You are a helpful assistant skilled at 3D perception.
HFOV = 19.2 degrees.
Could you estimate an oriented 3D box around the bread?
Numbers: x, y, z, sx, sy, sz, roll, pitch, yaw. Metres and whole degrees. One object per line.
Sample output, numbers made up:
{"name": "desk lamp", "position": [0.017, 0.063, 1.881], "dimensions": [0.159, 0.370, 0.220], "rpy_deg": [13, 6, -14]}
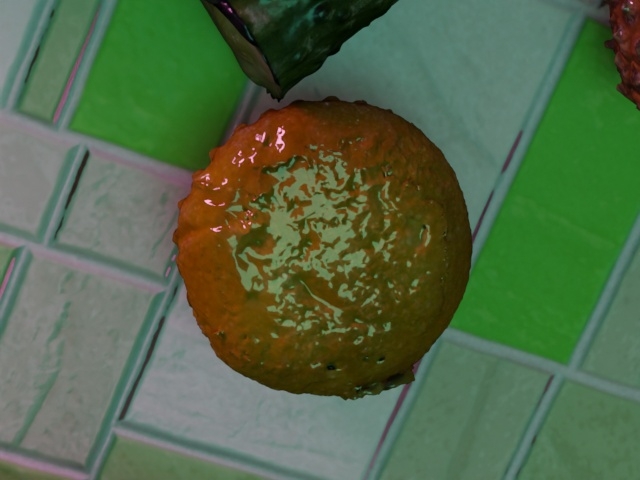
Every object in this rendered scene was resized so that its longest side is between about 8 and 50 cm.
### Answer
{"name": "bread", "position": [0.000, -0.001, 1.449], "dimensions": [0.240, 0.139, 0.240], "rpy_deg": [-4, 111, -12]}

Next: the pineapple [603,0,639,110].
{"name": "pineapple", "position": [0.252, -0.273, 1.417], "dimensions": [0.165, 0.165, 0.364], "rpy_deg": [-21, 104, -5]}

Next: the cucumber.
{"name": "cucumber", "position": [0.022, -0.217, 1.392], "dimensions": [0.244, 0.134, 0.134], "rpy_deg": [-37, 114, -8]}
